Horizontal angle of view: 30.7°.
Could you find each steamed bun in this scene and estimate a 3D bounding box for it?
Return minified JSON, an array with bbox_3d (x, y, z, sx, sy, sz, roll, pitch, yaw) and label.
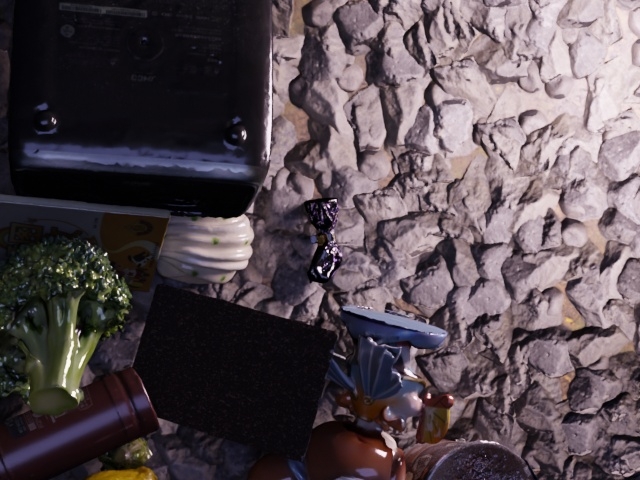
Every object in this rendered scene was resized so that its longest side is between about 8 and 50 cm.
[{"bbox_3d":[-0.197,-0.010,1.940,0.183,0.106,0.182,0,90,-17],"label":"steamed bun"}]

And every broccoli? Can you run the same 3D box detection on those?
[{"bbox_3d":[-0.427,0.131,1.793,0.235,0.288,0.260,14,46,14],"label":"broccoli"}]

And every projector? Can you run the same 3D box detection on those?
[{"bbox_3d":[-0.278,-0.263,1.809,0.395,0.242,0.405,3,74,-11],"label":"projector"}]

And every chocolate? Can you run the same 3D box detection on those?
[{"bbox_3d":[0.003,-0.001,2.028,0.072,0.070,0.147,-3,100,-26],"label":"chocolate"}]

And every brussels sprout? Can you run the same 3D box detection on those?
[{"bbox_3d":[-0.327,0.354,1.925,0.085,0.058,0.085,0,95,0],"label":"brussels sprout"}]

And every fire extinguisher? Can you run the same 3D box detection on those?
[{"bbox_3d":[-0.433,0.316,1.852,0.337,0.135,0.114,-23,101,-15],"label":"fire extinguisher"}]

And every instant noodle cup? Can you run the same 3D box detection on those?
[{"bbox_3d":[0.236,0.438,2.005,0.218,0.207,0.217,1,88,-16],"label":"instant noodle cup"}]

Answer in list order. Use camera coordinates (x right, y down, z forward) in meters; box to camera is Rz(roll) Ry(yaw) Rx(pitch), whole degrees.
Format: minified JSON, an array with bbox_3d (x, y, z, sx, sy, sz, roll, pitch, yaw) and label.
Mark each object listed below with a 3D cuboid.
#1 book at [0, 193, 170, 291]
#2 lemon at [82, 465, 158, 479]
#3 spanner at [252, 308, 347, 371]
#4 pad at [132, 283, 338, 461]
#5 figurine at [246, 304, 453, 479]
[{"bbox_3d":[-0.400,0.006,1.846,0.296,0.208,0.020,5,52,-16],"label":"book"},{"bbox_3d":[-0.336,0.476,1.843,0.204,0.204,0.260,37,82,-12],"label":"lemon"},{"bbox_3d":[-0.012,0.201,2.036,0.302,0.017,0.071,24,87,-15],"label":"spanner"},{"bbox_3d":[-0.151,0.213,1.916,0.330,0.004,0.220,15,85,16],"label":"pad"},{"bbox_3d":[0.064,0.314,1.937,0.248,0.277,0.388,11,96,-44],"label":"figurine"}]
